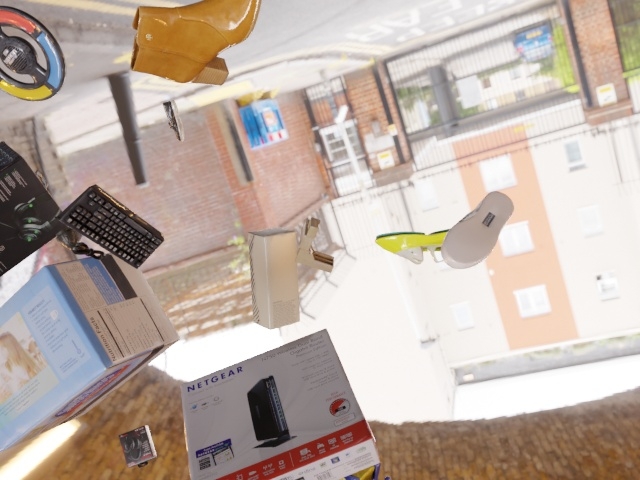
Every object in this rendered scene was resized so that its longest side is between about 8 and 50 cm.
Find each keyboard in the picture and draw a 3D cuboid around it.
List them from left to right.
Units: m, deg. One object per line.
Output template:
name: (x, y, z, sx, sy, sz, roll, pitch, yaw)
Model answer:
keyboard: (-0.336, -0.007, 0.981, 0.108, 0.180, 0.023, -43, -127, 0)

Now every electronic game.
electronic game: (-0.703, -0.430, 1.437, 0.230, 0.229, 0.048, -14, -145, 23)

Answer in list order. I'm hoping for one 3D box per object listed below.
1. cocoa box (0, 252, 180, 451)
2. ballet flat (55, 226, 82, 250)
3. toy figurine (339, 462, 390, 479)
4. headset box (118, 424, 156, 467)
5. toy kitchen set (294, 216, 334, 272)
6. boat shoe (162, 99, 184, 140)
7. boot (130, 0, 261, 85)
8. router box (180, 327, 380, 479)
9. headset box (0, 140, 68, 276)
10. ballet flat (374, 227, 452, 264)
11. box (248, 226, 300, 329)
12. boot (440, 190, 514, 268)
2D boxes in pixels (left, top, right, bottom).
cocoa box: (-0.510, 0.214, 1.233, 0.347, 0.231, 0.228, -37, 172, 22)
ballet flat: (-0.524, -0.015, 1.356, 0.058, 0.049, 0.173, -31, -171, 13)
toy figurine: (0.045, 0.614, 1.567, 0.363, 0.191, 0.217, 12, -165, 28)
headset box: (-0.409, 0.467, 1.388, 0.062, 0.083, 0.032, -19, 163, -7)
toy kitchen set: (0.000, 0.000, 1.160, 0.075, 0.083, 0.068, 19, -150, -10)
boat shoe: (-0.438, -0.355, 1.845, 0.038, 0.125, 0.046, -10, -150, 2)
boot: (-0.251, -0.438, 1.218, 0.211, 0.104, 0.295, 4, 133, -34)
router box: (-0.093, 0.353, 1.208, 0.336, 0.082, 0.301, -21, -143, -4)
headset box: (-0.808, -0.072, 1.546, 0.131, 0.246, 0.283, 31, -117, 36)
ballet flat: (0.238, 0.015, 1.386, 0.231, 0.077, 0.077, -5, 167, -15)
box: (-0.132, 0.106, 1.756, 0.113, 0.274, 0.094, -10, -166, -37)
boot: (0.230, 0.002, 0.949, 0.190, 0.069, 0.086, -38, 165, -38)
